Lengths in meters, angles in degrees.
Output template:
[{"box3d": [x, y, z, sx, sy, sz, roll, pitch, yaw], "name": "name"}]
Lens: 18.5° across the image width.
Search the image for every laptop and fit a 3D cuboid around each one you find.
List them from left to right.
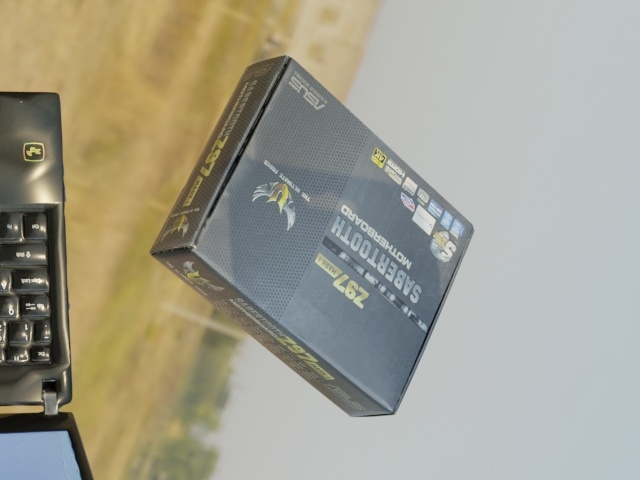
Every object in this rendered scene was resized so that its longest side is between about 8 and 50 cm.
[{"box3d": [-0.223, 0.040, 0.926, 0.136, 0.234, 0.264, 146, -58, -70], "name": "laptop"}]

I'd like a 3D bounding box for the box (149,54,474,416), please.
[{"box3d": [0.000, 0.000, 1.514, 0.059, 0.233, 0.183, -9, -133, 50], "name": "box"}]
